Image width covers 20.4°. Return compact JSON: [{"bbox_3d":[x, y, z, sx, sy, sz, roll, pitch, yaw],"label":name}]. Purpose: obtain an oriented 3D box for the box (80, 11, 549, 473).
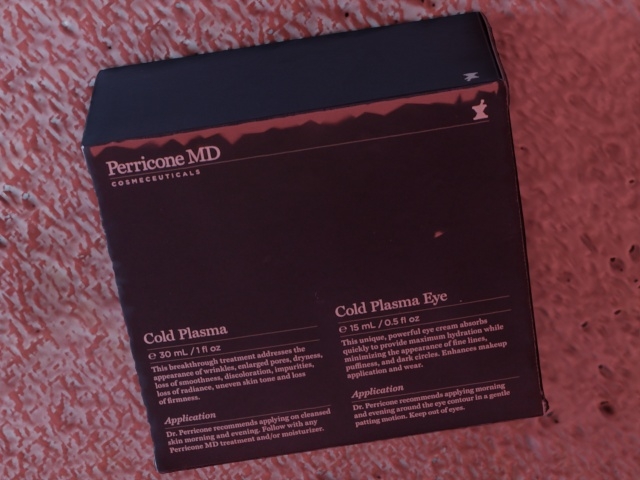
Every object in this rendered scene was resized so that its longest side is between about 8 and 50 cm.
[{"bbox_3d":[0.000,0.000,1.513,0.343,0.179,0.312,-8,117,2],"label":"box"}]
